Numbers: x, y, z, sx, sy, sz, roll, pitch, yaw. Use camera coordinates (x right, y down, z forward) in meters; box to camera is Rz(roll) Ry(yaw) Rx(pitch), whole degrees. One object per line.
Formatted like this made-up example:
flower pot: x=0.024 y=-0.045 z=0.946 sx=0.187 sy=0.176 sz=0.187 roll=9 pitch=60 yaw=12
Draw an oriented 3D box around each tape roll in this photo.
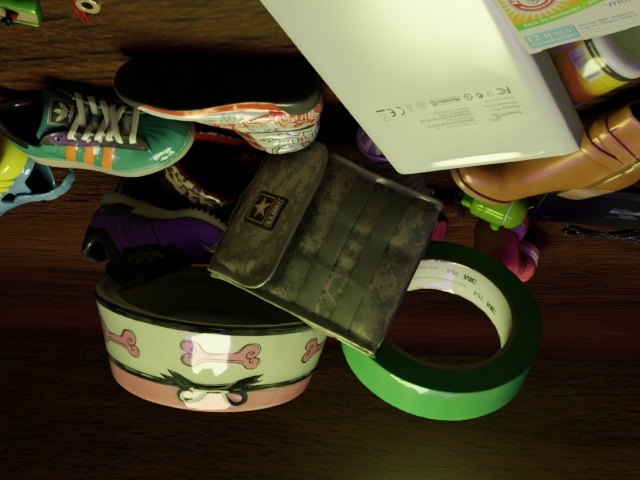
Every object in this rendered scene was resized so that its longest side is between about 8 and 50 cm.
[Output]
tape roll: x=0.193 y=0.135 z=1.149 sx=0.320 sy=0.321 sz=0.077 roll=5 pitch=133 yaw=1

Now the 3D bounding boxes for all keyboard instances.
keyboard: x=0.535 y=-0.045 z=1.272 sx=0.316 sy=0.033 sz=0.201 roll=6 pitch=157 yaw=0

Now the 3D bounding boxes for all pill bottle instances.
pill bottle: x=0.259 y=-0.194 z=0.773 sx=0.103 sy=0.103 sz=0.184 roll=15 pitch=160 yaw=-29

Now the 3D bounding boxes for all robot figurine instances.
robot figurine: x=0.299 y=-0.062 z=1.187 sx=0.115 sy=0.067 sz=0.101 roll=25 pitch=136 yaw=15

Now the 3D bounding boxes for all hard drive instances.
hard drive: x=0.093 y=-0.200 z=0.710 sx=0.232 sy=0.047 sz=0.353 roll=-3 pitch=146 yaw=40

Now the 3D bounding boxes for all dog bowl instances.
dog bowl: x=-0.180 y=0.159 z=1.204 sx=0.407 sy=0.151 sz=0.408 roll=6 pitch=-171 yaw=-1

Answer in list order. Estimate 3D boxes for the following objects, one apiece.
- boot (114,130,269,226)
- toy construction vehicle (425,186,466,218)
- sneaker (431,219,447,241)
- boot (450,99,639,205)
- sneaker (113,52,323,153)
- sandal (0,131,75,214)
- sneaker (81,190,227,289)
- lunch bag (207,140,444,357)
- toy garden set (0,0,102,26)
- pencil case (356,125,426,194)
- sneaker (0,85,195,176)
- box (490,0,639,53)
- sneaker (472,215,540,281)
boot: x=-0.150 y=-0.061 z=1.241 sx=0.377 sy=0.138 sz=0.284 roll=23 pitch=157 yaw=-23
toy construction vehicle: x=0.226 y=-0.065 z=1.283 sx=0.085 sy=0.035 sz=0.098 roll=1 pitch=162 yaw=11
sneaker: x=0.170 y=-0.012 z=1.375 sx=0.111 sy=0.103 sz=0.252 roll=15 pitch=173 yaw=29
boot: x=0.343 y=-0.120 z=0.962 sx=0.283 sy=0.109 sz=0.220 roll=9 pitch=163 yaw=-19
sneaker: x=-0.130 y=-0.176 z=0.950 sx=0.269 sy=0.090 sz=0.145 roll=1 pitch=159 yaw=3
sandal: x=-0.540 y=-0.099 z=1.255 sx=0.138 sy=0.126 sz=0.317 roll=13 pitch=162 yaw=-35
sneaker: x=-0.265 y=0.022 z=1.134 sx=0.293 sy=0.146 sz=0.102 roll=12 pitch=150 yaw=26
lunch bag: x=0.000 y=0.000 z=1.015 sx=0.286 sy=0.235 sz=0.169 roll=26 pitch=172 yaw=10
toy garden set: x=-0.315 y=-0.286 z=0.729 sx=0.203 sy=0.049 sz=0.244 roll=9 pitch=162 yaw=-12
pencil case: x=0.109 y=-0.121 z=1.057 sx=0.086 sy=0.088 sz=0.206 roll=-10 pitch=158 yaw=10
sneaker: x=-0.337 y=-0.161 z=1.020 sx=0.301 sy=0.108 sz=0.121 roll=1 pitch=166 yaw=17
box: x=0.174 y=-0.247 z=0.469 sx=0.114 sy=0.203 sz=0.103 roll=-8 pitch=158 yaw=35
sneaker: x=0.343 y=0.039 z=1.370 sx=0.115 sy=0.136 sz=0.314 roll=20 pitch=168 yaw=29
